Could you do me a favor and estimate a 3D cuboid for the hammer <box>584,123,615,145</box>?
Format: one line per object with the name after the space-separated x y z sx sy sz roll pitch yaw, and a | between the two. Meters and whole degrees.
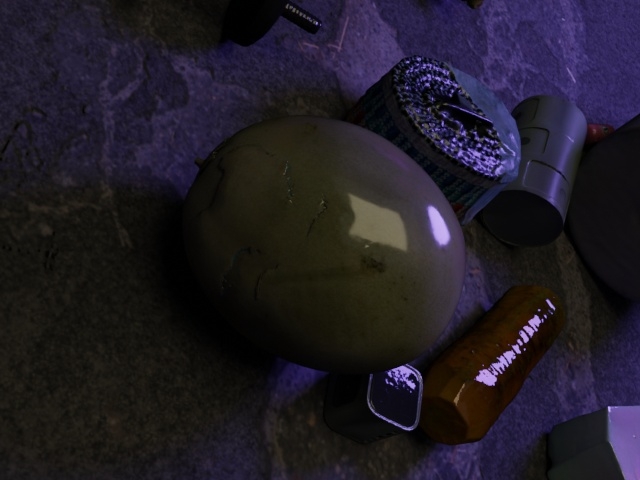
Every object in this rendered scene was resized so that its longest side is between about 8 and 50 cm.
0.494 -0.189 1.744 0.083 0.043 0.043 -3 71 -42 | hammer

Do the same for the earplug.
0.636 -0.099 1.633 0.394 0.313 0.312 -32 91 -44 | earplug

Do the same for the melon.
0.000 0.000 1.087 0.330 0.268 0.268 29 51 -4 | melon

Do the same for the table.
0.332 -0.109 1.513 0.126 0.126 0.220 39 50 -19 | table

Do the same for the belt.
0.163 -0.142 1.374 0.258 0.150 0.207 16 50 -35 | belt

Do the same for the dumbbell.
-0.132 -0.345 1.224 0.326 0.143 0.143 26 55 -28 | dumbbell

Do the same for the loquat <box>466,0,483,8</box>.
0.232 -0.474 1.590 0.172 0.149 0.204 -8 86 -46 | loquat

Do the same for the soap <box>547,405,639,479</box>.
0.487 0.366 1.423 0.347 0.115 0.208 28 54 -27 | soap

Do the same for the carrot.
0.225 0.162 1.307 0.302 0.114 0.114 -35 94 -48 | carrot

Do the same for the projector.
0.064 0.190 1.173 0.083 0.082 0.083 30 53 -28 | projector
